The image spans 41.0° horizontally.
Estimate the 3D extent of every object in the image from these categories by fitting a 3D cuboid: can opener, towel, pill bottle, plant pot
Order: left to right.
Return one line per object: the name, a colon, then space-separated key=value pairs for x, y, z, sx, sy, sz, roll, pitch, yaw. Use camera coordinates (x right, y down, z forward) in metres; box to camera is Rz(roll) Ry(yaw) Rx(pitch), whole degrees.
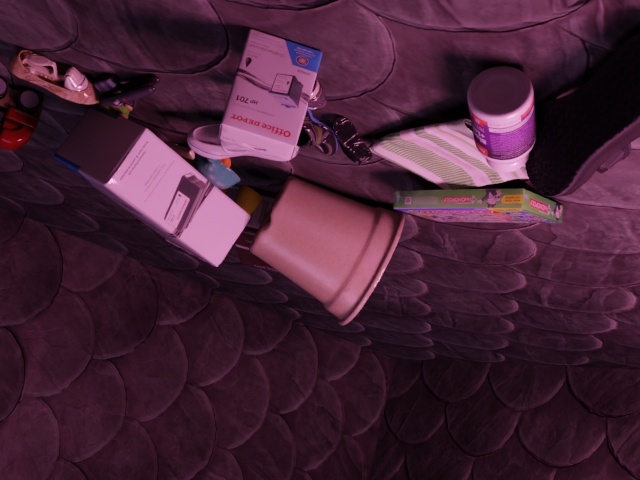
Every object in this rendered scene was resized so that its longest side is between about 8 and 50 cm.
can opener: x=-0.418 y=-0.322 z=1.848 sx=0.186 sy=0.059 sz=0.073 roll=3 pitch=160 yaw=37
plant pot: x=0.000 y=0.000 z=2.185 sx=0.305 sy=0.334 sz=0.334 roll=28 pitch=162 yaw=-7
towel: x=0.274 y=-0.167 z=1.742 sx=0.248 sy=0.038 sz=0.325 roll=25 pitch=168 yaw=-28
pill bottle: x=0.315 y=-0.201 z=1.475 sx=0.108 sy=0.108 sz=0.193 roll=9 pitch=156 yaw=21

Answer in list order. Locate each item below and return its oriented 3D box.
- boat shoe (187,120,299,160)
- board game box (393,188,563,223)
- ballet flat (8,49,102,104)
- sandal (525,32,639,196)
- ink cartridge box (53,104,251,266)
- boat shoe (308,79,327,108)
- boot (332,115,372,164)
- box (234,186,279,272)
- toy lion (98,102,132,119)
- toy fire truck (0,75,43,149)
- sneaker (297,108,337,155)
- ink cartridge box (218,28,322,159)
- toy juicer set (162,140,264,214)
boat shoe: x=-0.176 y=-0.235 z=1.900 sx=0.258 sy=0.095 sz=0.084 roll=1 pitch=158 yaw=8
board game box: x=0.355 y=-0.077 z=1.935 sx=0.317 sy=0.046 sz=0.213 roll=2 pitch=175 yaw=38
ballet flat: x=-0.571 y=-0.356 z=1.862 sx=0.206 sy=0.073 sz=0.067 roll=17 pitch=150 yaw=-21
sandal: x=0.458 y=-0.180 z=1.384 sx=0.107 sy=0.167 sz=0.446 roll=0 pitch=168 yaw=-13
ink cartridge box: x=-0.403 y=-0.129 z=2.087 sx=0.285 sy=0.166 sz=0.395 roll=25 pitch=168 yaw=45
boat shoe: x=-0.081 y=-0.274 z=1.682 sx=0.206 sy=0.075 sz=0.065 roll=-1 pitch=155 yaw=32
boot: x=0.060 y=-0.211 z=1.816 sx=0.121 sy=0.045 sz=0.099 roll=48 pitch=178 yaw=-14
box: x=-0.146 y=-0.019 z=2.509 sx=0.191 sy=0.143 sz=0.381 roll=13 pitch=166 yaw=4
toy lion: x=-0.495 y=-0.323 z=1.976 sx=0.096 sy=0.034 sz=0.100 roll=18 pitch=166 yaw=15
toy fire truck: x=-0.795 y=-0.268 z=2.028 sx=0.217 sy=0.246 sz=0.158 roll=22 pitch=163 yaw=-24
sneaker: x=-0.028 y=-0.223 z=1.800 sx=0.067 sy=0.078 sz=0.188 roll=5 pitch=162 yaw=32
ink cartridge box: x=-0.089 y=-0.258 z=1.527 sx=0.140 sy=0.190 sz=0.082 roll=16 pitch=164 yaw=-6
toy juicer set: x=-0.288 y=-0.194 z=2.164 sx=0.209 sy=0.089 sz=0.329 roll=28 pitch=169 yaw=35
